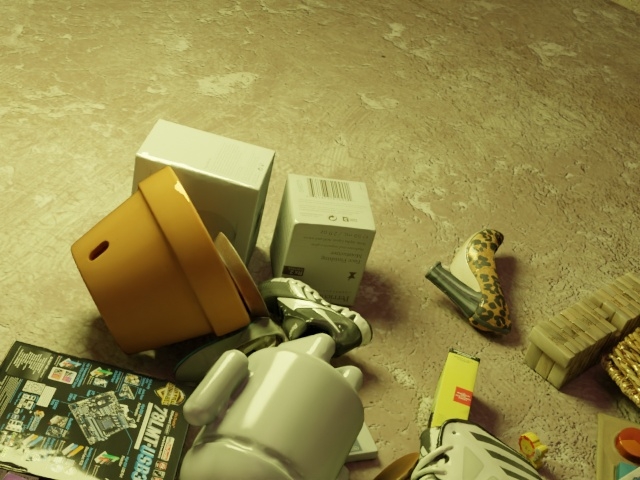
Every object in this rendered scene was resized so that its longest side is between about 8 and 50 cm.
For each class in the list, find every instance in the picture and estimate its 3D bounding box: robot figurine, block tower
[{"bbox_3d":[-0.067,0.294,1.525,0.300,0.200,0.353,48,48,-17],"label":"robot figurine"},{"bbox_3d":[0.510,0.162,1.999,0.336,0.097,0.091,-21,49,-40],"label":"block tower"}]

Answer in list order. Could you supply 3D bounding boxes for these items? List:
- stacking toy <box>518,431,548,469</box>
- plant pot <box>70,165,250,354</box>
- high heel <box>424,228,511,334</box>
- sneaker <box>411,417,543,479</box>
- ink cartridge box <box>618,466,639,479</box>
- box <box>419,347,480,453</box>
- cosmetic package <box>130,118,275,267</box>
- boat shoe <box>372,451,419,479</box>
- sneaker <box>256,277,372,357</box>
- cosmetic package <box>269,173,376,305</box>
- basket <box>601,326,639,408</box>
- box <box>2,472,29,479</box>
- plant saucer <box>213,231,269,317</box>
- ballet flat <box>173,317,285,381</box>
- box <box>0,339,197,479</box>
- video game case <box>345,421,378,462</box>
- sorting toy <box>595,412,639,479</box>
[{"bbox_3d":[0.331,0.404,1.659,0.167,0.052,0.221,-15,47,-33],"label":"stacking toy"},{"bbox_3d":[-0.267,0.053,1.741,0.204,0.290,0.291,-28,49,-8],"label":"plant pot"},{"bbox_3d":[0.333,0.079,2.069,0.186,0.093,0.261,42,41,15],"label":"high heel"},{"bbox_3d":[0.134,0.395,1.501,0.448,0.169,0.257,-2,43,-26],"label":"sneaker"},{"bbox_3d":[0.519,0.437,1.637,0.104,0.060,0.180,-22,59,-26],"label":"ink cartridge box"},{"bbox_3d":[0.208,0.283,1.748,0.058,0.087,0.232,18,36,5],"label":"box"},{"bbox_3d":[-0.219,-0.069,1.948,0.225,0.224,0.138,15,37,1],"label":"cosmetic package"},{"bbox_3d":[0.096,0.394,1.591,0.207,0.073,0.073,-37,97,-43],"label":"boat shoe"},{"bbox_3d":[-0.033,0.134,1.845,0.234,0.078,0.106,25,37,28],"label":"sneaker"},{"bbox_3d":[0.000,0.000,1.963,0.151,0.183,0.151,5,37,-12],"label":"cosmetic package"},{"bbox_3d":[0.681,0.268,1.890,0.213,0.223,0.299,40,9,-46],"label":"basket"},{"bbox_3d":[-0.375,0.429,1.195,0.057,0.293,0.201,18,37,8],"label":"box"},{"bbox_3d":[-0.141,0.065,1.845,0.029,0.168,0.168,-31,51,-10],"label":"plant saucer"},{"bbox_3d":[-0.142,0.189,1.768,0.068,0.072,0.213,41,44,24],"label":"ballet flat"},{"bbox_3d":[-0.340,0.275,1.534,0.294,0.073,0.295,16,25,-5],"label":"box"},{"bbox_3d":[-0.031,0.285,1.719,0.201,0.023,0.183,-4,40,-22],"label":"video game case"},{"bbox_3d":[0.604,0.396,1.767,0.307,0.041,0.229,16,37,3],"label":"sorting toy"}]
